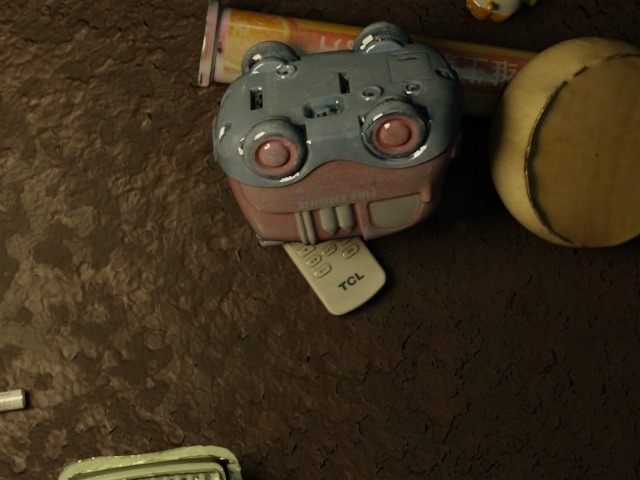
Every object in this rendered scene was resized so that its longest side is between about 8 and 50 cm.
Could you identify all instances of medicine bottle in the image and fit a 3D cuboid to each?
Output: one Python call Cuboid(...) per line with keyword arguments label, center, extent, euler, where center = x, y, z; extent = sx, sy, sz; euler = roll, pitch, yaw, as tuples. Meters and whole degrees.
Cuboid(label="medicine bottle", center=(0.067, -0.218, 1.881), extent=(0.425, 0.108, 0.108), euler=(7, 83, -5))

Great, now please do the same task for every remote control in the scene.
Cuboid(label="remote control", center=(0.000, 0.000, 1.887), extent=(0.087, 0.029, 0.190), euler=(-34, 88, -7))

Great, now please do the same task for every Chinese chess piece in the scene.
Cuboid(label="Chinese chess piece", center=(0.326, -0.116, 1.836), extent=(0.257, 0.104, 0.257), euler=(-8, 111, -22))

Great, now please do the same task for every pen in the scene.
Cuboid(label="pen", center=(-0.455, 0.206, 1.835), extent=(0.204, 0.025, 0.025), euler=(-9, 85, -4))

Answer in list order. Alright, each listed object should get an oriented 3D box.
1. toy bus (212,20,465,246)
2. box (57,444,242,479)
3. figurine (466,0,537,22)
Cuboid(label="toy bus", center=(0.027, -0.101, 1.784), extent=(0.294, 0.197, 0.232), euler=(-10, 128, 2))
Cuboid(label="box", center=(-0.184, 0.388, 1.762), extent=(0.220, 0.166, 0.291), euler=(-6, 84, -5))
Cuboid(label="figurine", center=(0.236, -0.336, 1.925), extent=(0.143, 0.068, 0.101), euler=(-39, 83, -20))
